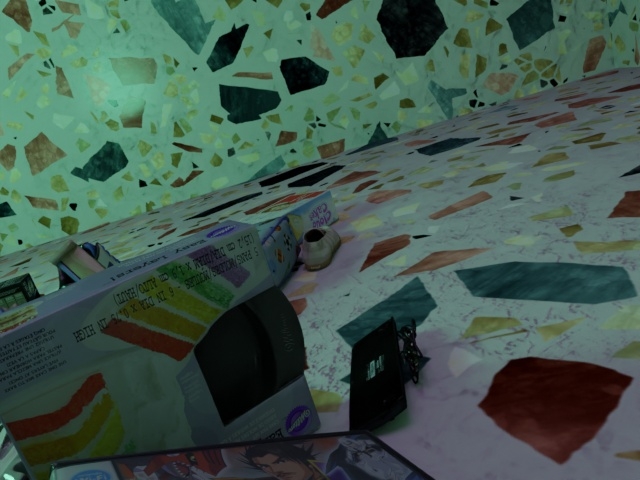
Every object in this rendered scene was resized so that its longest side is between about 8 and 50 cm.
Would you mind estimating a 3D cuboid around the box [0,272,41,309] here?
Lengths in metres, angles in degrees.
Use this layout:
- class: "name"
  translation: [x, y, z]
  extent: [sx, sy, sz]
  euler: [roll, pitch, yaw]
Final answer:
- class: "box"
  translation: [-0.710, 0.176, 1.147]
  extent: [0.180, 0.147, 0.077]
  euler: [-21, 17, -11]

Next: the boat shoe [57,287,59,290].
- class: "boat shoe"
  translation: [-0.654, 0.135, 1.375]
  extent: [0.073, 0.073, 0.207]
  euler: [-23, 9, -13]

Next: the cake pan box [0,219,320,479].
- class: "cake pan box"
  translation: [-0.140, 0.136, 0.497]
  extent: [0.267, 0.245, 0.070]
  euler: [-25, 21, -30]

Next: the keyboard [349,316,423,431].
- class: "keyboard"
  translation: [0.081, 0.155, 0.610]
  extent: [0.100, 0.038, 0.192]
  euler: [-38, 12, 15]

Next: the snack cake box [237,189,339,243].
- class: "snack cake box"
  translation: [-0.095, -0.043, 1.343]
  extent: [0.152, 0.089, 0.264]
  euler: [-6, 19, 42]

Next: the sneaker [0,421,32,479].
- class: "sneaker"
  translation: [-0.326, 0.237, 0.574]
  extent: [0.147, 0.122, 0.330]
  euler: [-14, 15, 4]

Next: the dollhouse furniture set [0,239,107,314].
- class: "dollhouse furniture set"
  translation: [-0.417, 0.204, 0.875]
  extent: [0.303, 0.198, 0.286]
  euler: [-48, -15, -16]

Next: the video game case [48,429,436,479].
- class: "video game case"
  translation: [-0.014, 0.194, 0.328]
  extent: [0.275, 0.035, 0.248]
  euler: [6, 3, -30]

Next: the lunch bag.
- class: "lunch bag"
  translation: [-0.185, 0.055, 1.071]
  extent: [0.243, 0.114, 0.303]
  euler: [-14, 15, 20]

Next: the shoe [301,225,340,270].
- class: "shoe"
  translation: [0.000, 0.000, 1.148]
  extent: [0.077, 0.058, 0.219]
  euler: [-15, 16, 9]

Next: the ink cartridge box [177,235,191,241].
- class: "ink cartridge box"
  translation: [-0.362, 0.041, 1.391]
  extent: [0.104, 0.060, 0.180]
  euler: [-12, 17, 19]

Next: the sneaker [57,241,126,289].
- class: "sneaker"
  translation: [-0.479, 0.075, 1.179]
  extent: [0.128, 0.182, 0.315]
  euler: [-12, 17, 12]
